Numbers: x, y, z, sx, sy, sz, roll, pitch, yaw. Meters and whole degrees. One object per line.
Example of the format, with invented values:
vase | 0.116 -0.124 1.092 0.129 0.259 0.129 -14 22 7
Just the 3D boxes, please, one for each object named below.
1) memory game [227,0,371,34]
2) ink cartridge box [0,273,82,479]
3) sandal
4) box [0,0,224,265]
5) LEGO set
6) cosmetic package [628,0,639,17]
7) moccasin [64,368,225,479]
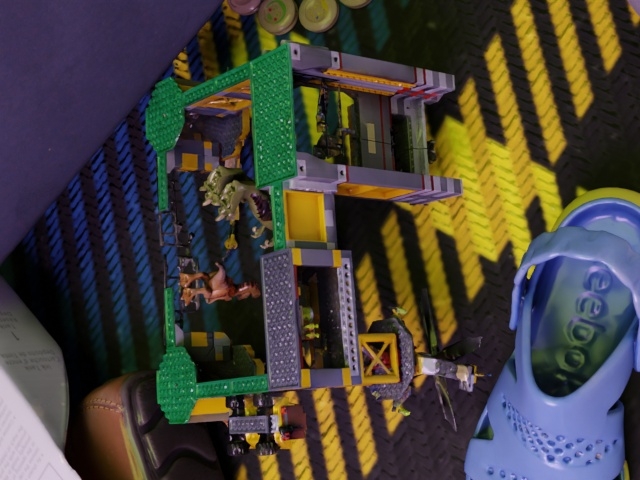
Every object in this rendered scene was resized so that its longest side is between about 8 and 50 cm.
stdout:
memory game | -0.015 -0.271 0.968 0.186 0.012 0.186 -4 80 22
ink cartridge box | -0.283 0.240 0.915 0.385 0.091 0.308 43 111 26
sandal | 0.166 0.110 0.769 0.126 0.138 0.317 10 88 22
box | -0.360 -0.268 0.862 0.472 0.297 0.480 36 84 25
LEGO set | 0.000 0.000 0.864 0.255 0.192 0.331 -26 67 48
cosmetic package | 0.385 -0.158 0.613 0.329 0.327 0.393 -36 69 14
moccasin | -0.124 0.296 0.864 0.147 0.139 0.380 -33 73 31
